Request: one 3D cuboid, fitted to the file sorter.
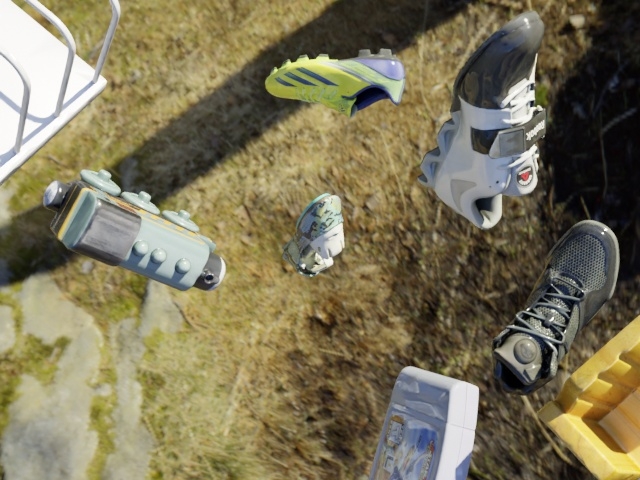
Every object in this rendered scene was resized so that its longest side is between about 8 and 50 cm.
[{"bbox_3d":[-0.361,-0.172,0.881,0.193,0.173,0.278,39,59,-4],"label":"file sorter"}]

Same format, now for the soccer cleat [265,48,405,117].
[{"bbox_3d":[0.023,-0.296,1.734,0.289,0.093,0.121,-3,86,22],"label":"soccer cleat"}]

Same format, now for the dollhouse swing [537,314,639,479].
[{"bbox_3d":[0.542,0.240,1.172,0.347,0.315,0.305,-44,60,13],"label":"dollhouse swing"}]

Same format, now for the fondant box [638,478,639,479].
[{"bbox_3d":[0.578,0.276,1.526,0.096,0.238,0.330,15,58,39],"label":"fondant box"}]

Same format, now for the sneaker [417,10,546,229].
[{"bbox_3d":[0.236,-0.139,1.134,0.122,0.330,0.146,-30,66,-24],"label":"sneaker"}]

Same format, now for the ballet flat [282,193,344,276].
[{"bbox_3d":[0.000,0.000,1.112,0.070,0.188,0.070,3,73,-10],"label":"ballet flat"}]

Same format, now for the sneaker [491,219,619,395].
[{"bbox_3d":[0.268,0.087,1.029,0.087,0.130,0.227,33,111,13],"label":"sneaker"}]

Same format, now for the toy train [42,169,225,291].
[{"bbox_3d":[-0.318,-0.004,1.556,0.142,0.334,0.190,-58,37,5],"label":"toy train"}]

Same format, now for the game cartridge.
[{"bbox_3d":[0.141,0.342,1.322,0.062,0.198,0.297,18,83,-17],"label":"game cartridge"}]
